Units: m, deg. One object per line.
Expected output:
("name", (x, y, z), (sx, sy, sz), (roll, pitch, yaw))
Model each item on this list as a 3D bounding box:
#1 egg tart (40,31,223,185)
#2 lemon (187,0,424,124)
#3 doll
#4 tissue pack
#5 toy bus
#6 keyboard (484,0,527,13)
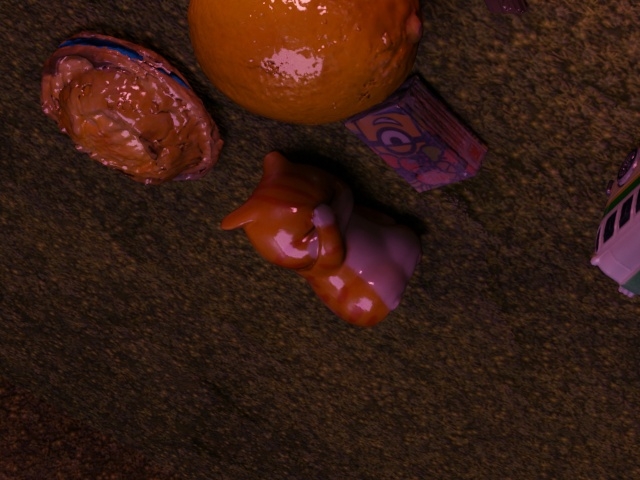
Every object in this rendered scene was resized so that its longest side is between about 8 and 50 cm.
("egg tart", (-0.271, -0.166, 2.157), (0.291, 0.107, 0.290), (19, 149, 12))
("lemon", (-0.019, -0.242, 1.730), (0.263, 0.236, 0.236), (-21, 128, 27))
("doll", (0.017, 0.002, 2.143), (0.269, 0.166, 0.162), (43, 144, -21))
("tissue pack", (0.122, -0.132, 1.951), (0.148, 0.060, 0.109), (41, 147, -25))
("toy bus", (0.423, -0.049, 1.746), (0.134, 0.164, 0.276), (28, 150, -4))
("keyboard", (0.186, -0.298, 1.697), (0.049, 0.015, 0.129), (9, 146, 36))
